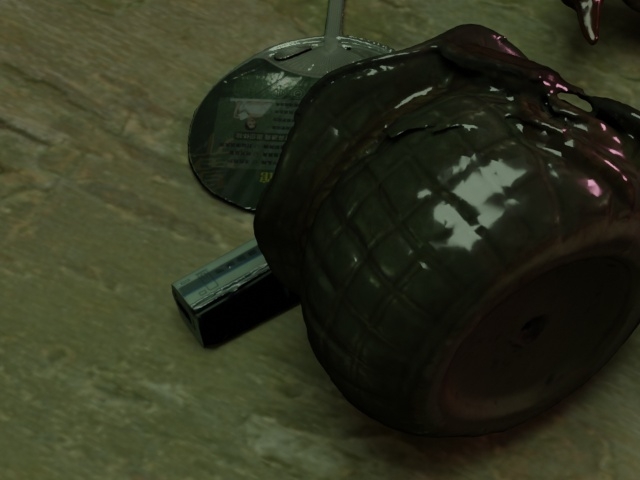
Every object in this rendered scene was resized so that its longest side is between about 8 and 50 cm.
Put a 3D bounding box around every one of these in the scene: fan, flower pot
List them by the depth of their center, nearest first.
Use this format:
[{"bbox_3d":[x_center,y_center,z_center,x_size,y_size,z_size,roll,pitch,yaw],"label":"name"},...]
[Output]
[{"bbox_3d":[0.116,-0.009,1.432,0.302,0.302,0.213,-28,57,-15],"label":"flower pot"},{"bbox_3d":[0.028,-0.122,1.681,0.223,0.012,0.294,27,62,21],"label":"fan"}]

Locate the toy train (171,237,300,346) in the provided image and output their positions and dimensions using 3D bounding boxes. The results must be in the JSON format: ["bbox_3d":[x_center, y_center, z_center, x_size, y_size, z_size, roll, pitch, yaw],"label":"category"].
[{"bbox_3d":[0.001,0.000,1.574,0.252,0.055,0.048,-28,48,-16],"label":"toy train"}]

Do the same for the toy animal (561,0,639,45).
[{"bbox_3d":[0.352,-0.219,1.660,0.298,0.122,0.185,-19,55,-11],"label":"toy animal"}]
